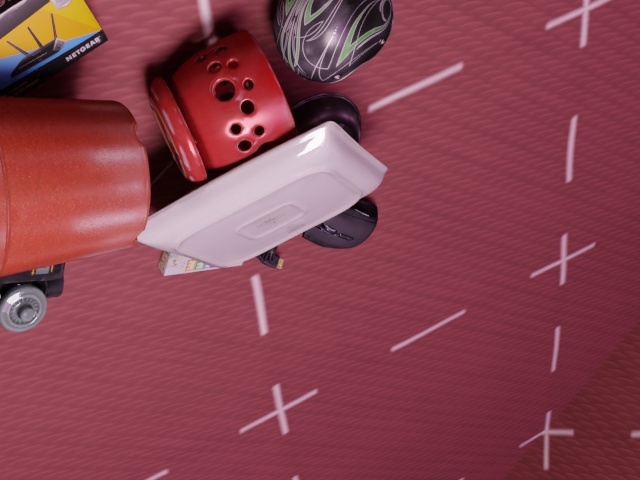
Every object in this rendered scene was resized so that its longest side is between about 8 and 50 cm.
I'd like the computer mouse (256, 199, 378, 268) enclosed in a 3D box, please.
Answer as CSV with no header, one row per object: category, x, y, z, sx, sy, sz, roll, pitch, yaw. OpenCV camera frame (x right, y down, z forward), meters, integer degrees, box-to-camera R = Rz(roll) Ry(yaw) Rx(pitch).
computer mouse,0.000,0.000,2.197,0.184,0.060,0.262,-44,154,19

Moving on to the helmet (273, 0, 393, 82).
helmet,0.010,-0.318,1.817,0.161,0.169,0.169,-37,147,-29

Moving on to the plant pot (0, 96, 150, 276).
plant pot,-0.379,-0.075,1.617,0.265,0.272,0.272,-8,134,-31

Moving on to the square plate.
square plate,-0.080,-0.050,1.914,0.347,0.049,0.344,-27,164,11

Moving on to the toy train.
toy train,-0.515,0.030,1.776,0.333,0.142,0.190,-3,119,-36

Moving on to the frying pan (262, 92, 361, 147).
frying pan,-0.048,-0.105,2.091,0.197,0.053,0.326,23,109,-49

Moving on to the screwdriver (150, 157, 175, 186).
screwdriver,-0.238,-0.114,1.940,0.170,0.024,0.025,-44,172,10

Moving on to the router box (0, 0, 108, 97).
router box,-0.385,-0.267,1.633,0.179,0.046,0.133,-34,144,-4

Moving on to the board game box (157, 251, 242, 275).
board game box,-0.189,0.004,2.100,0.154,0.026,0.103,-8,134,-34

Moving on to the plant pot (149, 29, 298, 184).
plant pot,-0.145,-0.187,1.806,0.174,0.191,0.191,-24,141,-9
